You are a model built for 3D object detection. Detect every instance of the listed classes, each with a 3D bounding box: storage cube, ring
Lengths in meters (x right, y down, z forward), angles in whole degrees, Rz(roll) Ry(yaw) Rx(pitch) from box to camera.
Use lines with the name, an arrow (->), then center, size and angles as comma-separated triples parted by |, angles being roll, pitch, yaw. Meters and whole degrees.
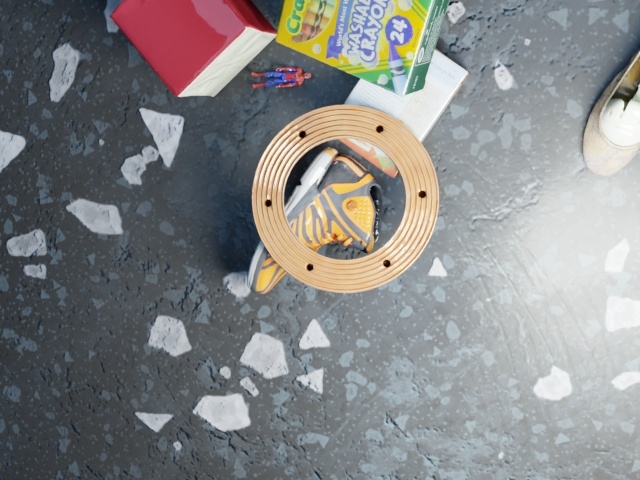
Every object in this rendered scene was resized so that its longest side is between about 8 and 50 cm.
storage cube -> -0.225, -0.396, 1.459 | 0.215, 0.184, 0.193 | -39, 89, 16
ring -> 0.044, -0.074, 1.429 | 0.337, 0.032, 0.336 | 0, 91, 5

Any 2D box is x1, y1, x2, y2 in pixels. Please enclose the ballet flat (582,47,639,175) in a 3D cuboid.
ballet flat -> 0.538, -0.253, 1.333 | 0.108, 0.106, 0.316 | 26, 105, 9

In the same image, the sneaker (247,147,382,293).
sneaker -> 0.000, 0.000, 1.499 | 0.180, 0.124, 0.321 | 35, 105, 7

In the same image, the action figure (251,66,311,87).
action figure -> -0.074, -0.310, 1.517 | 0.115, 0.030, 0.038 | -3, 94, 12

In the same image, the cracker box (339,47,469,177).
cracker box -> 0.142, -0.253, 1.452 | 0.156, 0.067, 0.232 | 36, 107, 6

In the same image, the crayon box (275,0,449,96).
crayon box -> 0.050, -0.403, 1.361 | 0.323, 0.083, 0.203 | 28, 121, 23
